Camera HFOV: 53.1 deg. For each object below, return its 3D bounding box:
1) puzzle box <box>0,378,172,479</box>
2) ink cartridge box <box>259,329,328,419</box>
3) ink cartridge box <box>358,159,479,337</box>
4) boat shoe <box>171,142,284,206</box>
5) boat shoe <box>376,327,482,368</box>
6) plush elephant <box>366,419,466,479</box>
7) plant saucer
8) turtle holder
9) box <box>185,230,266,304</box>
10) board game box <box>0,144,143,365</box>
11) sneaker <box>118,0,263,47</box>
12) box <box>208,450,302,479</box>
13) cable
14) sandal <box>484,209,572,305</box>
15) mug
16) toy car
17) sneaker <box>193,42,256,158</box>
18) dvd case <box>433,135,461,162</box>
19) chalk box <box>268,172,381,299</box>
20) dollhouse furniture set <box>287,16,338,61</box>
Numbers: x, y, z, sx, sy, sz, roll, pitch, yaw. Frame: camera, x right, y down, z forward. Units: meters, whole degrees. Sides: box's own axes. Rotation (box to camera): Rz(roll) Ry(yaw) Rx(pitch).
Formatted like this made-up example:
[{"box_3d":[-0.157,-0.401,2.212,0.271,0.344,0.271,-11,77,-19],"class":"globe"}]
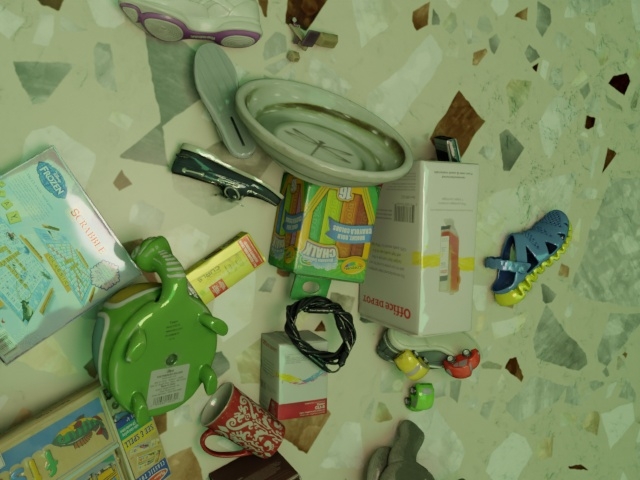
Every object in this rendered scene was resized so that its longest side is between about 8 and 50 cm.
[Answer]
[{"box_3d":[-0.495,0.460,1.261,0.409,0.052,0.272,-29,109,-49],"class":"puzzle box"},{"box_3d":[-0.063,0.308,1.498,0.127,0.128,0.176,-1,96,-24],"class":"ink cartridge box"},{"box_3d":[0.223,0.009,1.517,0.160,0.279,0.385,0,95,-25],"class":"ink cartridge box"},{"box_3d":[-0.203,-0.127,1.415,0.254,0.095,0.079,26,83,-22],"class":"boat shoe"},{"box_3d":[0.288,0.284,1.687,0.319,0.116,0.099,12,133,-31],"class":"boat shoe"},{"box_3d":[0.192,0.675,1.596,0.272,0.255,0.330,41,35,17],"class":"plush elephant"},{"box_3d":[-0.001,-0.210,1.368,0.400,0.400,0.101,9,123,-24],"class":"plant saucer"},{"box_3d":[-0.346,0.179,1.266,0.243,0.227,0.320,-35,131,-29],"class":"turtle holder"},{"box_3d":[-0.240,0.078,1.437,0.232,0.058,0.087,-35,106,-17],"class":"box"},{"box_3d":[-0.580,0.027,1.279,0.318,0.066,0.319,-35,107,-17],"class":"board game box"},{"box_3d":[-0.273,-0.500,1.359,0.305,0.114,0.152,1,81,-28],"class":"sneaker"},{"box_3d":[-0.129,0.598,1.455,0.167,0.203,0.169,-24,104,-20],"class":"box"},{"box_3d":[0.001,0.196,1.434,0.184,0.047,0.151,40,63,-10],"class":"cable"},{"box_3d":[0.565,0.026,1.757,0.138,0.126,0.317,46,75,-16],"class":"sandal"},{"box_3d":[-0.184,0.428,1.470,0.169,0.113,0.150,39,112,-19],"class":"mug"},{"box_3d":[0.281,0.370,1.638,0.239,0.053,0.225,3,126,-19],"class":"toy car"},{"box_3d":[-0.214,-0.296,1.400,0.094,0.091,0.258,-18,93,-15],"class":"sneaker"},{"box_3d":[0.335,-0.142,1.609,0.029,0.179,0.239,-13,101,2],"class":"dvd case"},{"box_3d":[0.000,0.000,1.470,0.180,0.179,0.289,8,91,-24],"class":"chalk box"},{"box_3d":[-0.027,-0.475,1.509,0.114,0.091,0.081,-8,56,-45],"class":"dollhouse furniture set"}]
